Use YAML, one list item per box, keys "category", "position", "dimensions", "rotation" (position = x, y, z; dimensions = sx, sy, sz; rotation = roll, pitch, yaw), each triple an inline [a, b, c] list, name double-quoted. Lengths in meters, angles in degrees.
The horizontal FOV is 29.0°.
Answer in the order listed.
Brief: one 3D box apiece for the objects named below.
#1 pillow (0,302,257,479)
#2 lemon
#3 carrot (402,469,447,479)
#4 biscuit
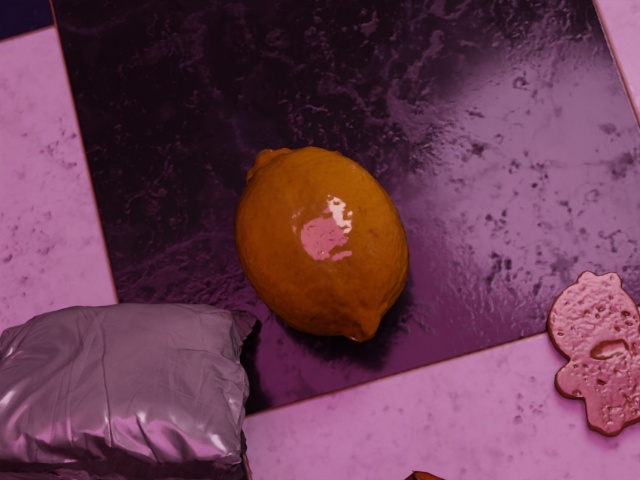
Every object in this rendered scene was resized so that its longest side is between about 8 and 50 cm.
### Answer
- category: "pillow"
  position: [-0.224, 0.162, 1.350]
  dimensions: [0.310, 0.138, 0.283]
  rotation: [-1, 31, 4]
- category: "lemon"
  position: [0.000, 0.000, 1.379]
  dimensions: [0.188, 0.188, 0.256]
  rotation: [-28, 72, -2]
- category: "carrot"
  position: [0.074, 0.371, 1.263]
  dimensions: [0.331, 0.193, 0.214]
  rotation: [-44, 116, -2]
- category: "biscuit"
  position: [0.319, 0.129, 1.392]
  dimensions: [0.133, 0.027, 0.184]
  rotation: [-32, 72, -2]
